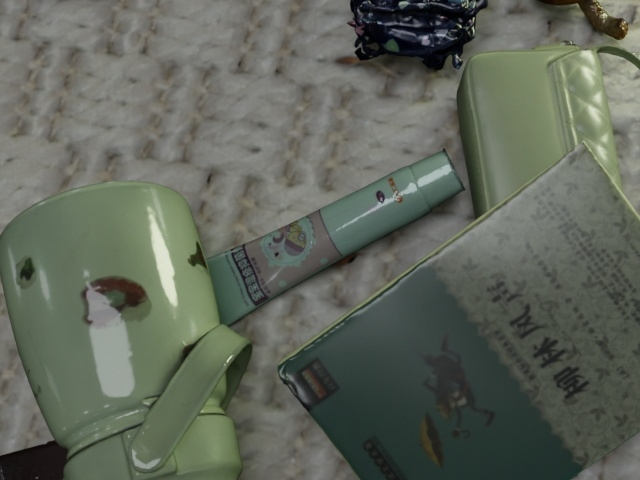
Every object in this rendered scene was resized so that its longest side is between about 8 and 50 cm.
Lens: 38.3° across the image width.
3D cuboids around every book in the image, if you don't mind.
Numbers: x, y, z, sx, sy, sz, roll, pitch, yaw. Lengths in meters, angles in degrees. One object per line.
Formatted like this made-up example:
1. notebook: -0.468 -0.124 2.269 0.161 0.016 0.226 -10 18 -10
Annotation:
1. book: 0.180 0.118 0.904 0.379 0.031 0.264 -37 89 5

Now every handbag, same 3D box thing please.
1. handbag: 0.265 -0.092 0.975 0.219 0.079 0.256 -5 75 1
2. handbag: 0.111 -0.323 1.040 0.162 0.113 0.260 3 69 4

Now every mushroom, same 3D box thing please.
1. mushroom: 0.298 -0.279 1.016 0.088 0.073 0.129 -37 72 -28

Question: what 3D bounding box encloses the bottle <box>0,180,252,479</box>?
1. bottle: -0.176 0.133 0.912 0.229 0.229 0.351 -22 68 4

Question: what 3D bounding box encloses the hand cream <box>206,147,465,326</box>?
1. hand cream: 0.000 0.000 1.007 0.331 0.058 0.085 -28 78 13

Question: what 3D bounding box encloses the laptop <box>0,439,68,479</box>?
1. laptop: -0.265 0.289 0.995 0.207 0.026 0.154 -15 72 5
